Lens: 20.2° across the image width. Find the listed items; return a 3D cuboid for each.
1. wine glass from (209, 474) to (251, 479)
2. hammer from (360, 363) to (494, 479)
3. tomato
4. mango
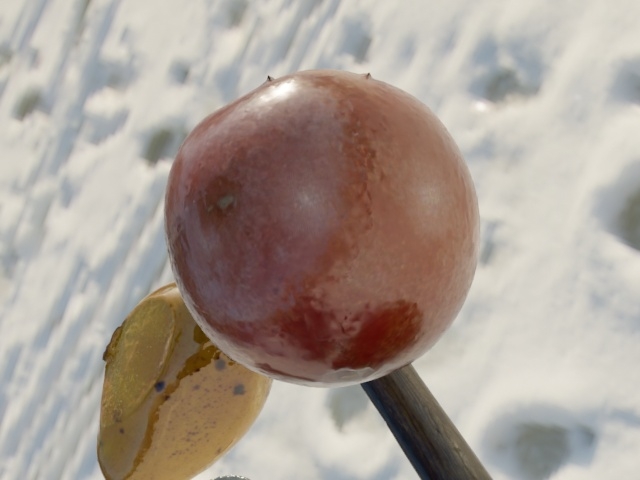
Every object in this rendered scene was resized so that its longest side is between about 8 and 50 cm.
[{"bbox_3d":[-0.060,0.316,1.710,0.093,0.202,0.093,-14,42,13],"label":"wine glass"},{"bbox_3d":[0.075,0.142,1.904,0.242,0.409,0.095,-31,-15,-13],"label":"hammer"},{"bbox_3d":[0.000,0.000,1.474,0.265,0.265,0.265,-45,33,41],"label":"tomato"},{"bbox_3d":[-0.161,0.179,2.143,0.160,0.191,0.290,37,99,49],"label":"mango"}]
